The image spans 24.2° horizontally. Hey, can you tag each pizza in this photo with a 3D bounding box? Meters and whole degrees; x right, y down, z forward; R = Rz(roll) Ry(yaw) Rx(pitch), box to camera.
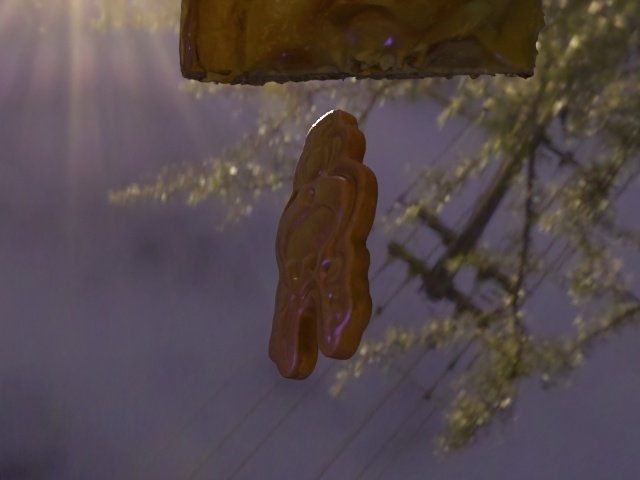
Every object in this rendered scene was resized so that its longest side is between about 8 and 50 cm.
[{"bbox_3d":[0.028,-0.173,0.750,0.188,0.080,0.204,4,-98,-8],"label":"pizza"}]

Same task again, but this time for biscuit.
[{"bbox_3d":[0.002,-0.002,1.293,0.040,0.144,0.236,17,-116,-34],"label":"biscuit"}]
